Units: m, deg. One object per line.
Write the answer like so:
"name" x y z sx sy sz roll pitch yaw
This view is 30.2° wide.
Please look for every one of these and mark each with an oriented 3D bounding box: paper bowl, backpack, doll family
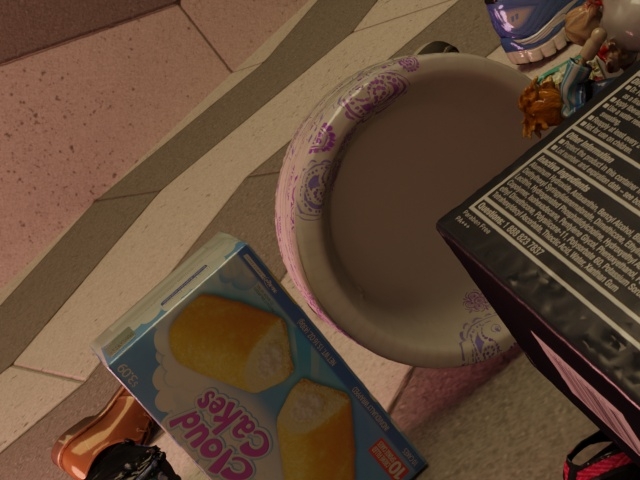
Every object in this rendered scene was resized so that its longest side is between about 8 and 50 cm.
"paper bowl" 0.096 -0.031 1.111 0.284 0.284 0.148 -41 17 -8
"backpack" -0.208 0.280 1.258 0.114 0.084 0.105 -42 18 -26
"doll family" 0.253 -0.088 0.985 0.163 0.263 0.118 5 37 40

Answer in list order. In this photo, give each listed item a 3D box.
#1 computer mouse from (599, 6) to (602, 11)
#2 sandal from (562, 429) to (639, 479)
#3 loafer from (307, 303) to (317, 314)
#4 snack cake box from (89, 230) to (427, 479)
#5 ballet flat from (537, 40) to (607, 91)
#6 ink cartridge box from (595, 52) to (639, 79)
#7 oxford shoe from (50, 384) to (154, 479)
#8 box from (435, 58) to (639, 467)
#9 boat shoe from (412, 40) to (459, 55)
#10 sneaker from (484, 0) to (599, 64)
"computer mouse" 0.324 -0.220 0.989 0.193 0.042 0.106 -16 25 30
"sandal" 0.215 0.151 0.852 0.179 0.040 0.067 -40 19 -6
"loafer" 0.000 0.000 1.519 0.096 0.084 0.267 -35 19 11
"snack cake box" -0.052 0.141 1.015 0.152 0.264 0.089 -42 20 -11
"ballet flat" 0.308 -0.172 1.190 0.241 0.077 0.091 -35 -19 -18
"ink cartridge box" 0.427 -0.205 1.076 0.223 0.129 0.307 -15 20 48
"oxford shoe" -0.231 0.225 1.484 0.076 0.076 0.212 29 63 37
"box" 0.287 0.013 0.735 0.294 0.183 0.296 -40 36 -1
"boat shoe" 0.130 -0.114 1.348 0.095 0.112 0.335 -4 41 30
"sneaker" 0.365 -0.398 1.670 0.330 0.147 0.130 -42 19 -13
